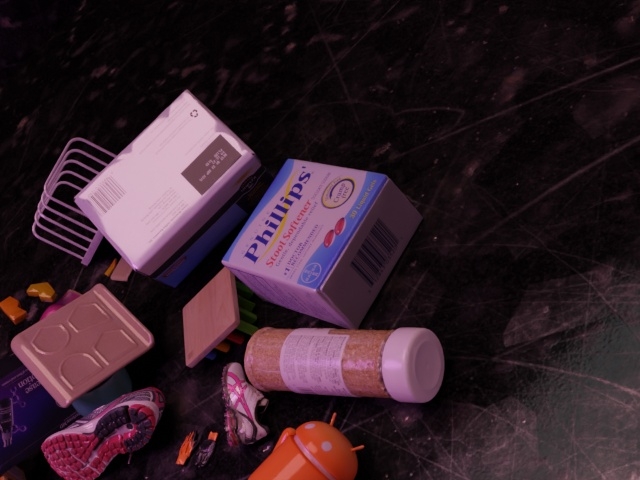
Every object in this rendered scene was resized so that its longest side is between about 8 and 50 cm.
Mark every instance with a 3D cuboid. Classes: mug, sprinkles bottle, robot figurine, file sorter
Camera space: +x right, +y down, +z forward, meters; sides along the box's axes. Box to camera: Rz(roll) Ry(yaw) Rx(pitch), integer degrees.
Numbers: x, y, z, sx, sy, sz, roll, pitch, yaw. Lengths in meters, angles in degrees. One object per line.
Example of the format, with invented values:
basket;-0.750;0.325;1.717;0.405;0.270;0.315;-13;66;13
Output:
mug;-0.464;0.303;1.897;0.129;0.097;0.157;-18;32;4
sprinkles bottle;0.033;0.209;1.548;0.355;0.121;0.121;-4;54;38
robot figurine;-0.031;0.381;1.449;0.219;0.128;0.158;-45;1;-1
file sorter;-0.587;-0.097;2.215;0.278;0.173;0.193;-42;24;59

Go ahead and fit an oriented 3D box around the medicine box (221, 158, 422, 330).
medicine box;0.000;0.000;1.739;0.289;0.149;0.263;14;66;45

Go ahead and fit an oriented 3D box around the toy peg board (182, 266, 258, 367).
toy peg board;-0.200;0.165;1.839;0.160;0.079;0.161;-44;36;26

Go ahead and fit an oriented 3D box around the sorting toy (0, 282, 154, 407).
sorting toy;-0.524;0.190;1.886;0.229;0.041;0.307;-37;58;-25

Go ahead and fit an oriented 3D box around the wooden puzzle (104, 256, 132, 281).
wooden puzzle;-0.476;0.066;2.194;0.116;0.014;0.078;11;68;45

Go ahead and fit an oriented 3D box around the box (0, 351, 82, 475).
box;-0.647;0.354;1.872;0.103;0.184;0.261;5;29;40

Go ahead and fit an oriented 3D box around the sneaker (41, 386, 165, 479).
sneaker;-0.432;0.393;1.809;0.299;0.121;0.112;-26;14;22

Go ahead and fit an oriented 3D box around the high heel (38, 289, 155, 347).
high heel;-0.484;0.199;1.945;0.244;0.082;0.117;29;49;6

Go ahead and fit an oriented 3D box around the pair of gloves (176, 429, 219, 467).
pair of gloves;-0.232;0.394;1.702;0.083;0.010;0.074;-3;53;35

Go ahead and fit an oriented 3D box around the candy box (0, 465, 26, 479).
candy box;-0.665;0.569;1.797;0.183;0.087;0.316;-50;25;-10

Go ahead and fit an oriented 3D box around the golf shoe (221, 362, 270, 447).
golf shoe;-0.138;0.301;1.671;0.086;0.067;0.186;-11;43;-3

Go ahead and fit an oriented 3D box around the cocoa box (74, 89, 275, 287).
cocoa box;-0.306;-0.106;1.973;0.347;0.228;0.231;-45;73;-1
